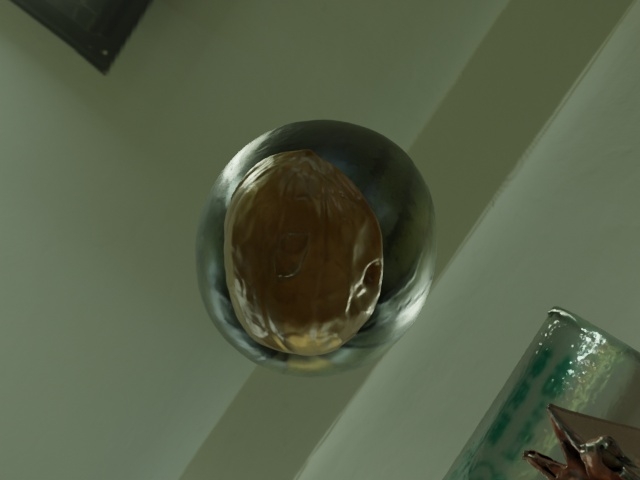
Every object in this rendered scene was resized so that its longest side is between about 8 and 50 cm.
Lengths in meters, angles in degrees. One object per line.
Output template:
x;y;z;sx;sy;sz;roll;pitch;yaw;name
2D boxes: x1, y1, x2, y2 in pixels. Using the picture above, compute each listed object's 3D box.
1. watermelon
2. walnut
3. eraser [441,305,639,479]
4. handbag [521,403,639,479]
0.000;0.000;1.135;0.278;0.359;0.279;7;-61;13;watermelon
-0.018;0.016;0.510;0.091;0.052;0.121;9;-62;23;walnut
0.203;0.215;0.907;0.104;0.189;0.290;33;-90;-21;eraser
0.228;0.175;0.547;0.157;0.212;0.059;21;-80;-34;handbag
